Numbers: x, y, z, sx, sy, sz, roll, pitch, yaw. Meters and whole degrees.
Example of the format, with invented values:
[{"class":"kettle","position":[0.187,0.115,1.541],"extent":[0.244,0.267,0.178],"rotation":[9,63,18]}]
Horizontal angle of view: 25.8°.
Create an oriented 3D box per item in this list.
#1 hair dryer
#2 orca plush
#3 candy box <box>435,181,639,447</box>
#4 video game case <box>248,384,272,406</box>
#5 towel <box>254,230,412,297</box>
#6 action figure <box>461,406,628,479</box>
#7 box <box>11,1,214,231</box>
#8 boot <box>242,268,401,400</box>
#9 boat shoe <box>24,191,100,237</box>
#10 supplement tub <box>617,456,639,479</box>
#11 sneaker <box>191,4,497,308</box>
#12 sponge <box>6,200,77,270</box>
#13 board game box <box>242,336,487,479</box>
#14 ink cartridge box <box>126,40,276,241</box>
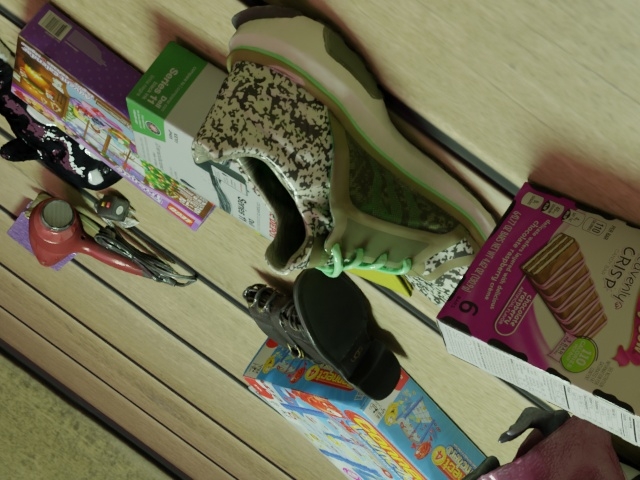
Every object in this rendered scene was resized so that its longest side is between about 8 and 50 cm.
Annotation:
[{"class":"hair dryer","position":[-0.350,0.019,2.139],"extent":[0.293,0.080,0.224],"rotation":[3,142,41]},{"class":"orca plush","position":[-0.378,-0.150,1.815],"extent":[0.151,0.102,0.287],"rotation":[19,154,41]},{"class":"candy box","position":[0.238,0.066,1.185],"extent":[0.233,0.159,0.071],"rotation":[25,159,27]},{"class":"video game case","position":[-0.025,0.289,2.360],"extent":[0.190,0.022,0.173],"rotation":[39,161,-5]},{"class":"towel","position":[0.000,0.000,1.653],"extent":[0.237,0.021,0.102],"rotation":[22,162,33]},{"class":"action figure","position":[0.306,0.354,1.457],"extent":[0.370,0.275,0.248],"rotation":[46,165,15]},{"class":"box","position":[-0.233,-0.139,1.662],"extent":[0.293,0.057,0.201],"rotation":[37,161,-4]},{"class":"boot","position":[-0.027,0.104,1.837],"extent":[0.229,0.091,0.263],"rotation":[23,154,45]},{"class":"boat shoe","position":[-0.403,-0.022,2.237],"extent":[0.153,0.048,0.056],"rotation":[32,160,13]},{"class":"supplement tub","position":[0.389,0.372,1.588],"extent":[0.316,0.193,0.193],"rotation":[20,155,37]},{"class":"sneaker","position":[0.018,-0.022,1.318],"extent":[0.410,0.182,0.158],"rotation":[46,158,-27]},{"class":"sponge","position":[-0.482,-0.005,2.438],"extent":[0.117,0.031,0.210],"rotation":[40,160,-10]},{"class":"board game box","position":[0.079,0.278,2.056],"extent":[0.308,0.086,0.302],"rotation":[47,158,-28]},{"class":"ink cartridge box","position":[-0.092,-0.097,1.477],"extent":[0.208,0.087,0.153],"rotation":[32,161,10]}]
